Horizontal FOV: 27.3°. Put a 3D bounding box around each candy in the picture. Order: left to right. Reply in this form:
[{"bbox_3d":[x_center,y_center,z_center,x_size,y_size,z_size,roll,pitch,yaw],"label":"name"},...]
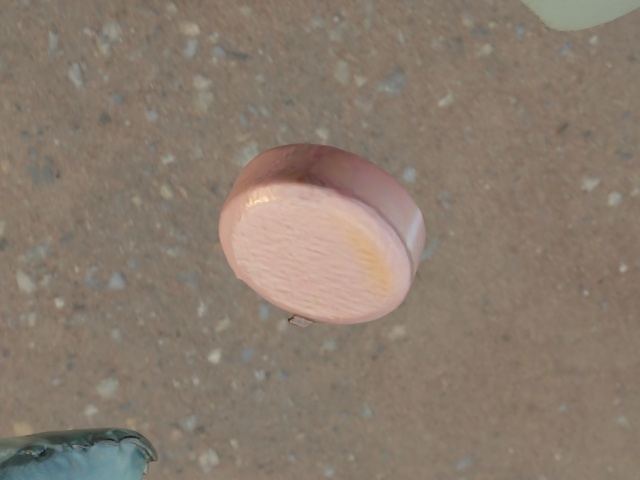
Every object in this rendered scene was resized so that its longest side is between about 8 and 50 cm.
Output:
[{"bbox_3d":[0.000,0.000,1.567,0.255,0.094,0.255,13,140,11],"label":"candy"}]

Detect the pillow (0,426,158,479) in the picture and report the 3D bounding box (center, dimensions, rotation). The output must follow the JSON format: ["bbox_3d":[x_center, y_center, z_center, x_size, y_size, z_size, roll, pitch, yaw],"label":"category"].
[{"bbox_3d":[-0.165,0.166,0.665,0.214,0.086,0.233,-21,151,-1],"label":"pillow"}]

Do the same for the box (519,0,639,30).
[{"bbox_3d":[0.199,-0.244,0.479,0.396,0.111,0.396,-30,165,17],"label":"box"}]
